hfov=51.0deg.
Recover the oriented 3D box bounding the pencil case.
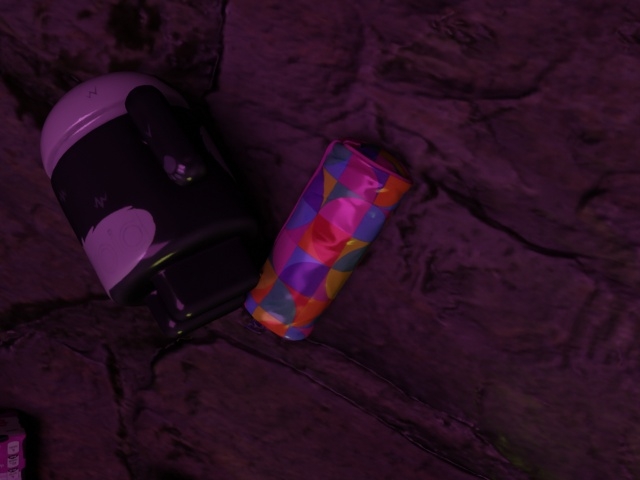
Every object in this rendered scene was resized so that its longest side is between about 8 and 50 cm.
[{"bbox_3d":[0.000,0.000,0.726,0.104,0.104,0.236,36,107,3],"label":"pencil case"}]

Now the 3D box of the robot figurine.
[{"bbox_3d":[-0.172,-0.044,0.704,0.209,0.174,0.278,-37,77,21],"label":"robot figurine"}]

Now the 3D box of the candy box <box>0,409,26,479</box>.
[{"bbox_3d":[-0.486,0.359,0.901,0.071,0.159,0.233,30,117,52],"label":"candy box"}]
